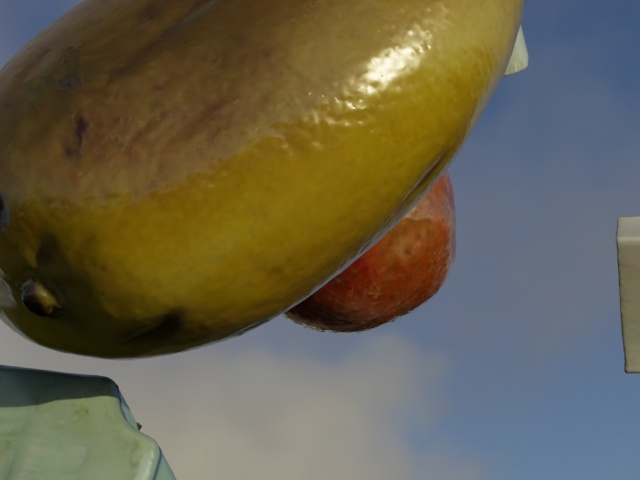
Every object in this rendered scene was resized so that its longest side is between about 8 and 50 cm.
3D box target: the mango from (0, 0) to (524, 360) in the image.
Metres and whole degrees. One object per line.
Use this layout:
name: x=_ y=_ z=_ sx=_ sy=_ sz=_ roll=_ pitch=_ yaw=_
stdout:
mango: x=-0.048 y=-0.090 z=1.331 sx=0.445 sy=0.301 sz=0.220 roll=-34 pitch=-54 yaw=-13

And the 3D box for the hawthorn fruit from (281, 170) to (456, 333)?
hawthorn fruit: x=0.016 y=-0.008 z=2.063 sx=0.263 sy=0.231 sz=0.235 roll=-21 pitch=-55 yaw=-17

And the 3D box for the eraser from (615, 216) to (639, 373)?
eraser: x=0.343 y=0.040 z=1.526 sx=0.210 sy=0.125 sz=0.068 roll=-3 pitch=23 yaw=10

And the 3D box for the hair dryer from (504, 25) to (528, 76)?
hair dryer: x=0.075 y=-0.201 z=1.874 sx=0.236 sy=0.131 sz=0.073 roll=-14 pitch=11 yaw=3

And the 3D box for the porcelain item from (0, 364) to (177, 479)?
porcelain item: x=-0.246 y=0.228 z=1.311 sx=0.281 sy=0.286 sz=0.157 roll=4 pitch=-37 yaw=13
